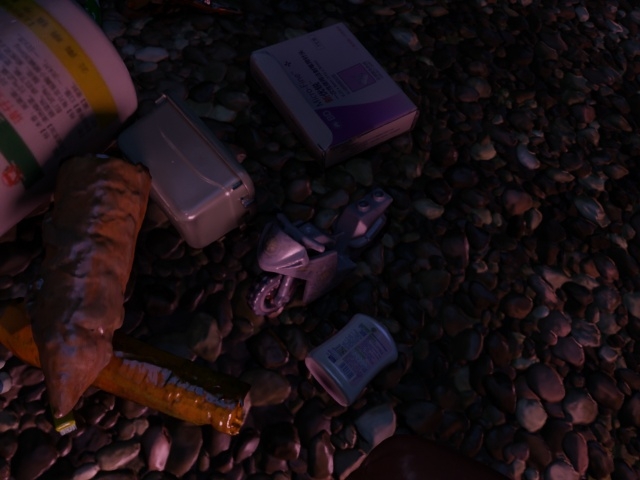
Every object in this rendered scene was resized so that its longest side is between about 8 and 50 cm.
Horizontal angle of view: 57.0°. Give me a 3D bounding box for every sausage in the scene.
[{"bbox_3d":[0.135,0.277,0.548,0.254,0.148,0.148,27,59,3],"label":"sausage"}]

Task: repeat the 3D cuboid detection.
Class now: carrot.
[{"bbox_3d":[-0.221,0.036,0.559,0.101,0.102,0.263,3,58,-11],"label":"carrot"},{"bbox_3d":[-0.195,0.127,0.597,0.260,0.070,0.070,22,59,0],"label":"carrot"}]

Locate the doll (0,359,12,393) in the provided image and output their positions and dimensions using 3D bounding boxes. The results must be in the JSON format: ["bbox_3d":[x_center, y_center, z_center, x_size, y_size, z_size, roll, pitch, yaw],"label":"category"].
[{"bbox_3d":[-0.352,0.135,0.574,0.083,0.050,0.076,32,55,8],"label":"doll"}]

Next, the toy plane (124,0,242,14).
[{"bbox_3d":[-0.208,-0.372,0.877,0.188,0.062,0.135,-2,36,-16],"label":"toy plane"}]

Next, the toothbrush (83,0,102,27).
[{"bbox_3d":[-0.326,-0.321,0.846,0.030,0.030,0.304,1,59,-12],"label":"toothbrush"}]

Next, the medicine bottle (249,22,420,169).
[{"bbox_3d":[0.016,-0.210,0.843,0.171,0.052,0.201,-26,68,-23],"label":"medicine bottle"}]

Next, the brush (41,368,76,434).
[{"bbox_3d":[-0.265,0.157,0.595,0.018,0.021,0.083,-23,51,-20],"label":"brush"}]

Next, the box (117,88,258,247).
[{"bbox_3d":[-0.159,-0.075,0.695,0.092,0.124,0.172,-38,73,-17],"label":"box"}]

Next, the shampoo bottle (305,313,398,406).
[{"bbox_3d":[0.040,0.128,0.665,0.099,0.043,0.072,-37,75,-28],"label":"shampoo bottle"}]

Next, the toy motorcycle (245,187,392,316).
[{"bbox_3d":[0.000,0.000,0.681,0.215,0.123,0.080,-32,57,-26],"label":"toy motorcycle"}]

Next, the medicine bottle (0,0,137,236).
[{"bbox_3d":[-0.379,-0.104,0.606,0.208,0.208,0.340,34,60,8],"label":"medicine bottle"}]
